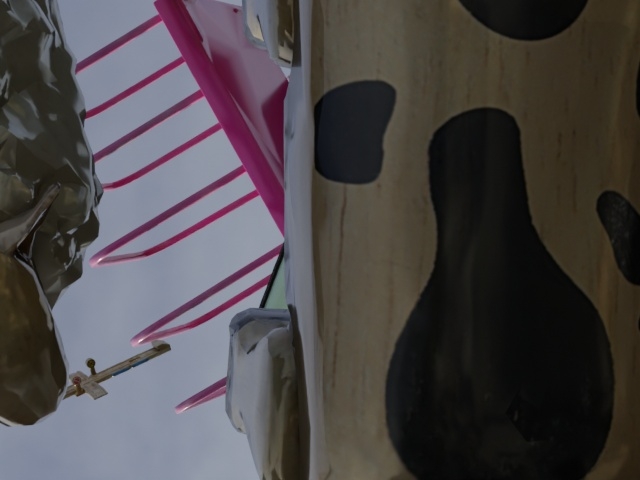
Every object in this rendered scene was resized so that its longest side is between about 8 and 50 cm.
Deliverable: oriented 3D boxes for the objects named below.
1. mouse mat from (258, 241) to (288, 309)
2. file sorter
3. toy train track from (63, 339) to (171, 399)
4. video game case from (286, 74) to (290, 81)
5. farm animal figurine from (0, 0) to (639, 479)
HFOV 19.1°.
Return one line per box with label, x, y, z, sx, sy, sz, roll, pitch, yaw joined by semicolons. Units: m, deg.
mouse mat;0.000;0.000;1.139;0.189;0.007;0.153;17;-87;-80
file sorter;-0.092;-0.026;1.549;0.291;0.182;0.202;61;-166;5
toy train track;-0.133;0.079;1.197;0.083;0.048;0.014;-24;-66;-24
video game case;0.039;-0.128;1.673;0.122;0.011;0.087;-26;-107;-34
farm animal figurine;0.057;0.047;0.393;0.330;0.172;0.327;-15;-85;-6
